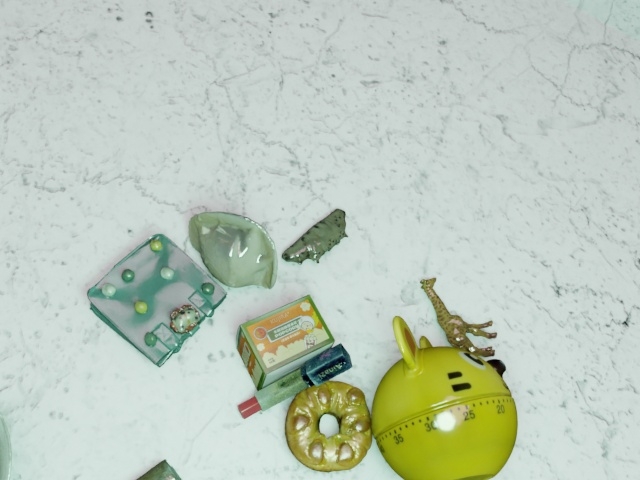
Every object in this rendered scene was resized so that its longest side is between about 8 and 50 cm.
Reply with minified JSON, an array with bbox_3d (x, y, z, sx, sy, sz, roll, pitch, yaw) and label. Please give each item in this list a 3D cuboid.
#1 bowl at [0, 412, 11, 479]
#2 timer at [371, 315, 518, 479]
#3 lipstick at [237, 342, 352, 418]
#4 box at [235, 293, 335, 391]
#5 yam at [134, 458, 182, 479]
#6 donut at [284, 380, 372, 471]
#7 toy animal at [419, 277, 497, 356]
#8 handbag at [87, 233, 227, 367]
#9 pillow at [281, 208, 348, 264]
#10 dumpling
[{"bbox_3d":[-0.854,0.506,1.473,0.434,0.196,0.435,4,63,-8],"label":"bowl"},{"bbox_3d":[0.280,0.376,1.657,0.375,0.376,0.387,-7,63,-13],"label":"timer"},{"bbox_3d":[-0.070,0.348,1.692,0.312,0.051,0.051,-30,28,9],"label":"lipstick"},{"bbox_3d":[-0.093,0.254,1.744,0.194,0.177,0.148,-22,69,-20],"label":"box"},{"bbox_3d":[-0.425,0.595,1.559,0.259,0.106,0.106,-32,73,-23],"label":"yam"},{"bbox_3d":[0.019,0.450,1.704,0.226,0.114,0.227,4,63,-7],"label":"donut"},{"bbox_3d":[0.368,0.217,1.919,0.275,0.054,0.149,35,61,9],"label":"toy animal"},{"bbox_3d":[-0.414,0.139,1.788,0.274,0.100,0.268,40,63,11],"label":"handbag"},{"bbox_3d":[0.001,0.000,1.960,0.093,0.051,0.241,44,62,12],"label":"pillow"},{"bbox_3d":[-0.230,0.016,1.813,0.243,0.227,0.175,3,48,-4],"label":"dumpling"}]
